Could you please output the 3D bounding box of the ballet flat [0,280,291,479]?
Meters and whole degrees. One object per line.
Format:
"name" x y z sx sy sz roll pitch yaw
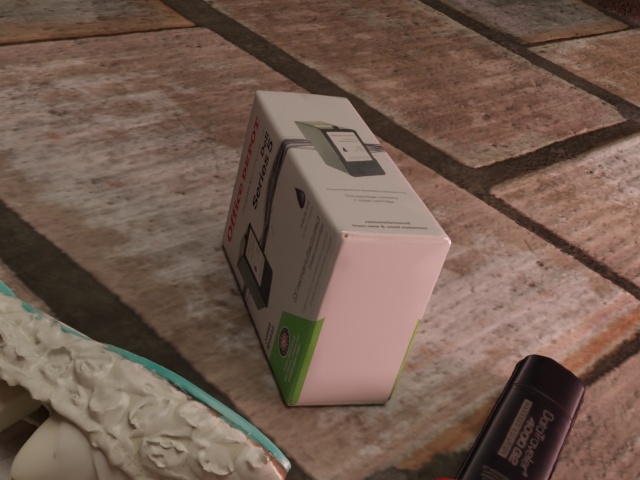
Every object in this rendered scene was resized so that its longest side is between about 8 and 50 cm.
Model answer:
"ballet flat" -0.218 0.128 0.743 0.409 0.147 0.147 27 31 21

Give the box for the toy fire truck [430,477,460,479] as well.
"toy fire truck" 0.025 0.236 0.652 0.135 0.192 0.047 27 15 -51

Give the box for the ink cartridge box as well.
"ink cartridge box" 0.000 0.000 0.965 0.114 0.198 0.273 2 33 -23

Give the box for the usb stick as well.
"usb stick" 0.187 0.191 0.904 0.077 0.045 0.278 33 32 11
